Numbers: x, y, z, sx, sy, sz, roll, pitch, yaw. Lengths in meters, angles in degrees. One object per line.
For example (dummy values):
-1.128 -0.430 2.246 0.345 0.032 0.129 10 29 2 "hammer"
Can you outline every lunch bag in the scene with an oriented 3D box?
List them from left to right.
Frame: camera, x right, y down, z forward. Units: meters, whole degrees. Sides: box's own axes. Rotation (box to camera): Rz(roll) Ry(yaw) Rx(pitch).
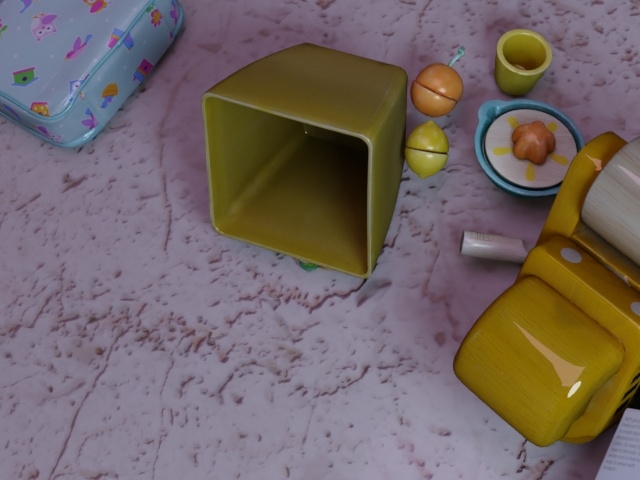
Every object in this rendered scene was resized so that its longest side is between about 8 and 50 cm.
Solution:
-0.328 -0.274 2.048 0.224 0.108 0.279 28 73 26 "lunch bag"

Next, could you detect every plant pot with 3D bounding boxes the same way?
0.001 -0.116 1.843 0.212 0.212 0.187 17 45 19 "plant pot"

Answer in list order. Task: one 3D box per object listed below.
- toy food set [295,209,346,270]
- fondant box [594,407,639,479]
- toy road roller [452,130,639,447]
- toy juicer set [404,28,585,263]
0.000 0.000 1.892 0.082 0.020 0.083 2 66 14 "toy food set"
0.334 0.334 1.483 0.238 0.096 0.330 1 61 60 "fondant box"
0.283 0.073 1.622 0.202 0.329 0.240 40 43 25 "toy road roller"
0.211 -0.098 1.830 0.209 0.089 0.329 -10 63 -12 "toy juicer set"
